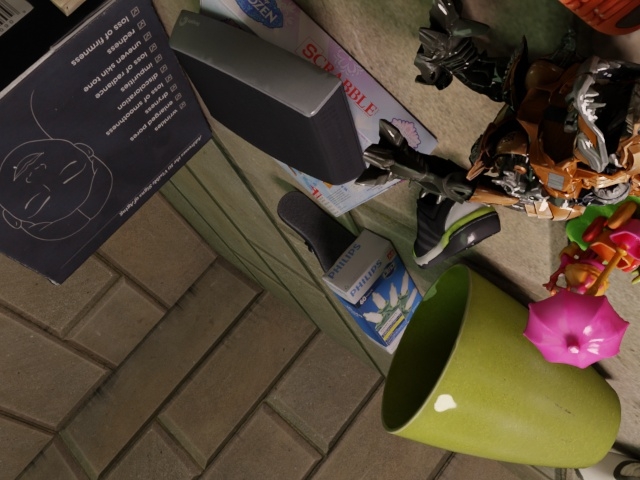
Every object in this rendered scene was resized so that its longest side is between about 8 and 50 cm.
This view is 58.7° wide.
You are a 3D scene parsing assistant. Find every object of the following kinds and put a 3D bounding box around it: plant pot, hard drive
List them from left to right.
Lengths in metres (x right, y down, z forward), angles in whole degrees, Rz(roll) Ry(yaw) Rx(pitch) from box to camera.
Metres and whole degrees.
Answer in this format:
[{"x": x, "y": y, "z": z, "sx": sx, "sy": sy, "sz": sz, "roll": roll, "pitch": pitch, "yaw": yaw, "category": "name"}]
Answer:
[{"x": -0.067, "y": -0.164, "z": 0.675, "sx": 0.254, "sy": 0.054, "sz": 0.172, "roll": 33, "pitch": 163, "yaw": 29, "category": "hard drive"}, {"x": 0.284, "y": 0.222, "z": 0.865, "sx": 0.293, "sy": 0.275, "sz": 0.275, "roll": 26, "pitch": 167, "yaw": -2, "category": "plant pot"}]

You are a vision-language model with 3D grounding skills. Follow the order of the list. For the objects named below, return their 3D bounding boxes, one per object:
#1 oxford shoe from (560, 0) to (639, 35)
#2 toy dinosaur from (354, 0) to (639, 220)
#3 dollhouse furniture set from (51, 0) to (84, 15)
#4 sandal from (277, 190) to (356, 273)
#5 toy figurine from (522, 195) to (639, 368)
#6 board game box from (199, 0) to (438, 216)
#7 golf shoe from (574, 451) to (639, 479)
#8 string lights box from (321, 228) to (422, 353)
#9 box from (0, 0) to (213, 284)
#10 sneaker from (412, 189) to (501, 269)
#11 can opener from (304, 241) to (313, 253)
[{"x": 0.105, "y": -0.222, "z": 0.285, "sx": 0.271, "sy": 0.097, "sz": 0.098, "roll": 41, "pitch": -158, "yaw": -29, "category": "oxford shoe"}, {"x": 0.159, "y": -0.070, "z": 0.456, "sx": 0.218, "sy": 0.164, "sz": 0.322, "roll": 23, "pitch": 160, "yaw": 8, "category": "toy dinosaur"}, {"x": -0.332, "y": -0.407, "z": 0.691, "sx": 0.182, "sy": 0.161, "sz": 0.101, "roll": 42, "pitch": 167, "yaw": -11, "category": "dollhouse furniture set"}, {"x": 0.011, "y": -0.001, "z": 1.214, "sx": 0.254, "sy": 0.097, "sz": 0.054, "roll": 51, "pitch": 167, "yaw": 7, "category": "sandal"}, {"x": 0.246, "y": 0.044, "z": 0.531, "sx": 0.130, "sy": 0.159, "sz": 0.173, "roll": 40, "pitch": 168, "yaw": 5, "category": "toy figurine"}, {"x": -0.032, "y": -0.181, "z": 0.787, "sx": 0.318, "sy": 0.066, "sz": 0.318, "roll": 42, "pitch": 166, "yaw": -7, "category": "board game box"}, {"x": 0.586, "y": 0.430, "z": 1.017, "sx": 0.272, "sy": 0.105, "sz": 0.120, "roll": 13, "pitch": 134, "yaw": 52, "category": "golf shoe"}, {"x": 0.118, "y": 0.109, "z": 1.162, "sx": 0.076, "sy": 0.133, "sz": 0.260, "roll": 31, "pitch": 164, "yaw": 42, "category": "string lights box"}, {"x": -0.508, "y": -0.232, "z": 1.061, "sx": 0.297, "sy": 0.480, "sz": 0.472, "roll": 39, "pitch": 166, "yaw": 17, "category": "box"}, {"x": 0.167, "y": -0.030, "z": 0.753, "sx": 0.097, "sy": 0.084, "sz": 0.235, "roll": 64, "pitch": 168, "yaw": 8, "category": "sneaker"}, {"x": 0.000, "y": 0.000, "z": 1.327, "sx": 0.073, "sy": 0.059, "sz": 0.186, "roll": 17, "pitch": -175, "yaw": -19, "category": "can opener"}]
